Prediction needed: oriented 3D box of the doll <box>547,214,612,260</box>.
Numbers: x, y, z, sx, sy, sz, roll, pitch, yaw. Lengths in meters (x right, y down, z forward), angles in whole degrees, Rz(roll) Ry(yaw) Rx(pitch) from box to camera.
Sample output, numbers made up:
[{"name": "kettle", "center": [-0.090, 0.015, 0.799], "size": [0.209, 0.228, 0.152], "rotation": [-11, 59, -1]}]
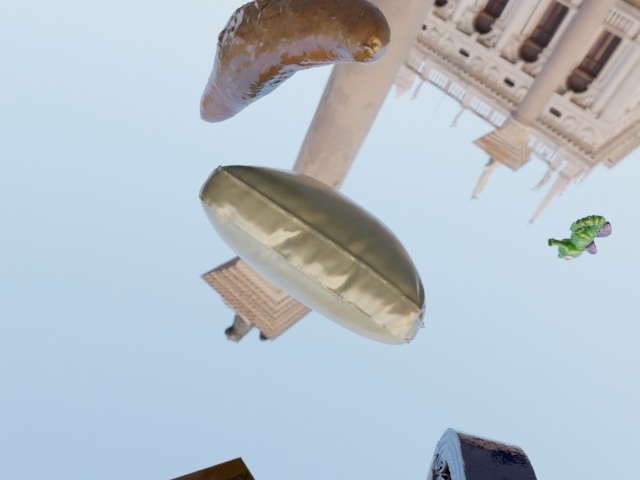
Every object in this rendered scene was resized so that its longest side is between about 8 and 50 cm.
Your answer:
[{"name": "doll", "center": [0.540, -0.006, 1.300], "size": [0.115, 0.190, 0.050], "rotation": [-8, -116, -5]}]

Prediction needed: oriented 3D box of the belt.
[{"name": "belt", "center": [0.214, 0.409, 0.834], "size": [0.117, 0.213, 0.347], "rotation": [13, -158, 2]}]

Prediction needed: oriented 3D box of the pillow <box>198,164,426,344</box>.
[{"name": "pillow", "center": [0.000, 0.000, 0.709], "size": [0.255, 0.120, 0.322], "rotation": [34, -174, -1]}]

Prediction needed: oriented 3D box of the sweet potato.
[{"name": "sweet potato", "center": [-0.057, -0.215, 0.701], "size": [0.092, 0.341, 0.114], "rotation": [-15, -84, -40]}]

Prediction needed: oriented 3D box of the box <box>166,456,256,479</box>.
[{"name": "box", "center": [-0.098, 0.336, 0.618], "size": [0.152, 0.070, 0.237], "rotation": [-7, -149, -33]}]
